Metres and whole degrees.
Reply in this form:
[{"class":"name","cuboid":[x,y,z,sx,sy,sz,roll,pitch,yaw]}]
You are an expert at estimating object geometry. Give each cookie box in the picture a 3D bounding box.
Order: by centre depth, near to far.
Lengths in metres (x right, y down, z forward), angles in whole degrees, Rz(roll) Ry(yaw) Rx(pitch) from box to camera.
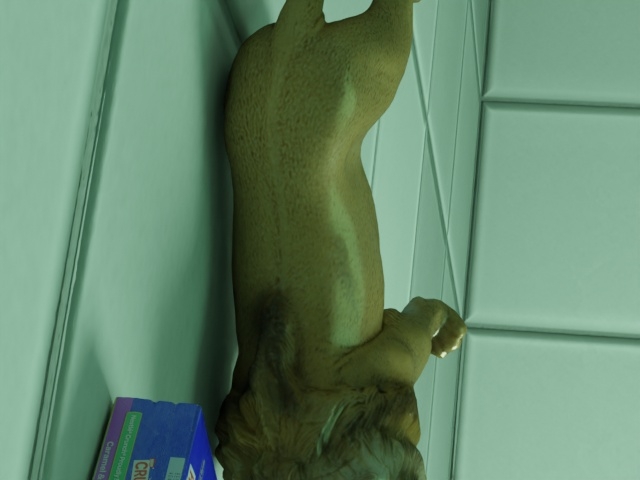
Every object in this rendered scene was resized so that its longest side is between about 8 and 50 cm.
[{"class":"cookie box","cuboid":[-0.070,0.134,0.704,0.107,0.040,0.092,84,13,-46]}]

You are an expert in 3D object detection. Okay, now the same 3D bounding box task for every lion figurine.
[{"class":"lion figurine","cuboid":[0.000,0.000,0.899,0.240,0.142,0.392,-34,113,-69]}]
